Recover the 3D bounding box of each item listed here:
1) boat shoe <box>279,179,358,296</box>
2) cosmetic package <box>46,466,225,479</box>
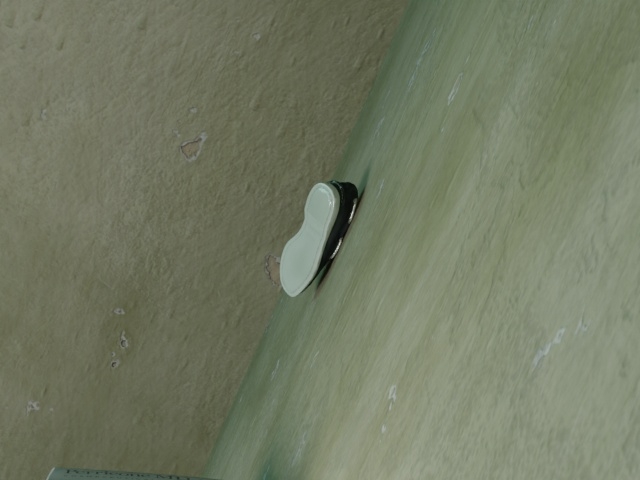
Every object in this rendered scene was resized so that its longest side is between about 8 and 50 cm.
[{"bbox_3d":[0.000,0.000,2.485,0.114,0.091,0.302,51,131,29],"label":"boat shoe"},{"bbox_3d":[-0.313,0.575,1.833,0.394,0.330,0.327,175,101,-82],"label":"cosmetic package"}]
